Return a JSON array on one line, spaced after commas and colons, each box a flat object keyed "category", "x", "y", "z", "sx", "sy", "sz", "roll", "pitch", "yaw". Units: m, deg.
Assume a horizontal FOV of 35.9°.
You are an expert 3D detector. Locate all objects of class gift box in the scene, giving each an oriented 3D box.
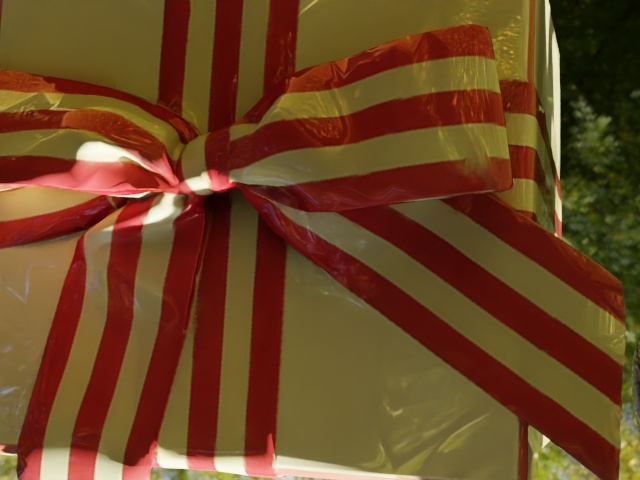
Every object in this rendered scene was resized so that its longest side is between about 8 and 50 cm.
[{"category": "gift box", "x": 0.003, "y": 0.005, "z": 0.450, "sx": 0.258, "sy": 0.255, "sz": 0.276, "roll": 26, "pitch": -119, "yaw": -71}]

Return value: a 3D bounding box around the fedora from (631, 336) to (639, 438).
[{"category": "fedora", "x": 0.299, "y": 0.106, "z": 0.628, "sx": 0.334, "sy": 0.152, "sz": 0.334, "roll": 168, "pitch": 90, "yaw": -85}]
